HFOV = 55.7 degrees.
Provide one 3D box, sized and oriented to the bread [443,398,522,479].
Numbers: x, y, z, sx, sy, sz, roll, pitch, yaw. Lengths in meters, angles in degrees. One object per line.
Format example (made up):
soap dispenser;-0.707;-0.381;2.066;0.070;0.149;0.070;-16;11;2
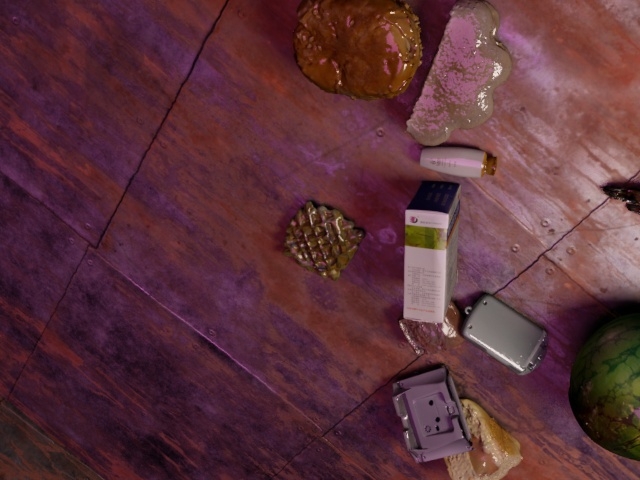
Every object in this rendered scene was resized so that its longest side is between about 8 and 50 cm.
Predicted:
bread;0.476;0.606;1.800;0.211;0.224;0.183;20;124;-40

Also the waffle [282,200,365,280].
waffle;-0.001;0.001;1.688;0.204;0.054;0.223;32;122;3

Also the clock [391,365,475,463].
clock;0.318;0.499;1.742;0.186;0.083;0.253;-26;71;28

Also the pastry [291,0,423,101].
pastry;0.090;-0.445;1.371;0.311;0.162;0.255;22;132;21

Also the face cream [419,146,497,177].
face cream;0.334;-0.191;1.470;0.182;0.051;0.072;10;117;17

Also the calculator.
calculator;0.484;0.246;1.597;0.246;0.045;0.141;33;82;0

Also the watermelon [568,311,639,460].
watermelon;0.763;0.336;1.412;0.363;0.363;0.363;8;118;16

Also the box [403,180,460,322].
box;0.278;0.027;1.512;0.106;0.200;0.299;5;117;19

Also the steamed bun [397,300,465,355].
steamed bun;0.305;0.237;1.661;0.175;0.106;0.145;-26;104;31

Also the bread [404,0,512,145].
bread;0.319;-0.360;1.363;0.183;0.102;0.337;24;122;8

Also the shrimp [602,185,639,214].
shrimp;0.719;-0.084;1.373;0.161;0.034;0.091;19;149;33
